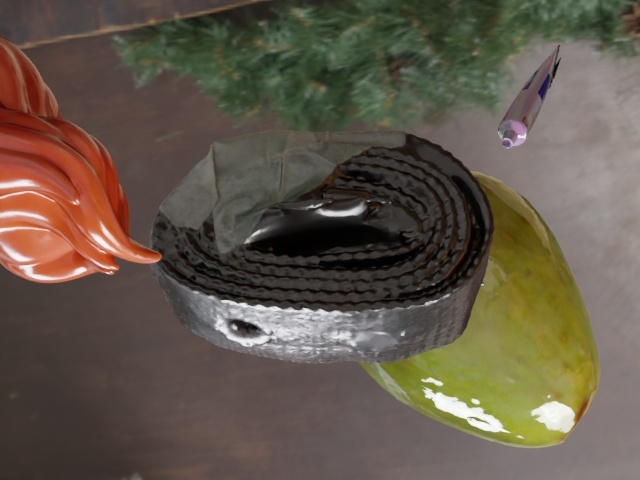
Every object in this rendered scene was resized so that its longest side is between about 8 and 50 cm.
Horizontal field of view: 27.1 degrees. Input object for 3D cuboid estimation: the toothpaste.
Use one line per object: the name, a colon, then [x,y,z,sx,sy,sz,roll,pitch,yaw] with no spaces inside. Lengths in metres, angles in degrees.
toothpaste: [0.201,-0.135,1.277,0.028,0.170,0.045,25,130,7]

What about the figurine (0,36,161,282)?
figurine: [-0.221,-0.008,0.808,0.208,0.181,0.257,-9,54,44]

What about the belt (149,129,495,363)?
belt: [0.000,0.000,1.126,0.289,0.164,0.184,-1,63,0]

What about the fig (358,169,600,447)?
fig: [0.167,0.085,1.453,0.326,0.258,0.258,50,116,18]
